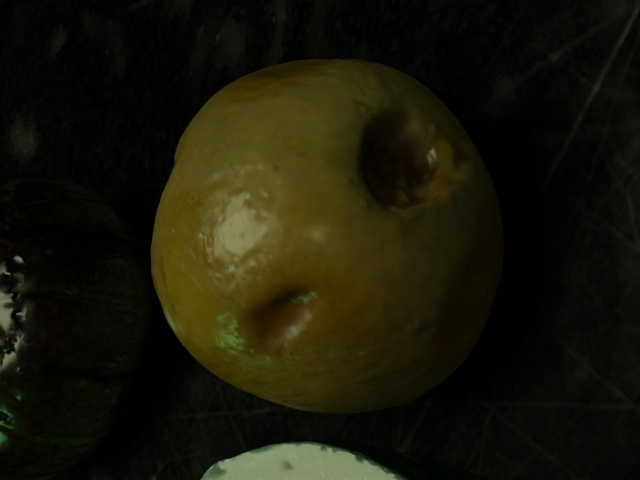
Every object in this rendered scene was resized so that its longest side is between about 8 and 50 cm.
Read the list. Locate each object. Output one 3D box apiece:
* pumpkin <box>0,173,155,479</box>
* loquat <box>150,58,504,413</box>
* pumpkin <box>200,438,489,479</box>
[{"bbox_3d":[-0.230,0.063,1.393,0.238,0.159,0.238,-14,71,47],"label":"pumpkin"},{"bbox_3d":[-0.003,-0.005,1.068,0.213,0.213,0.213,-21,63,50],"label":"loquat"},{"bbox_3d":[0.029,0.249,0.947,0.263,0.197,0.293,48,111,22],"label":"pumpkin"}]
